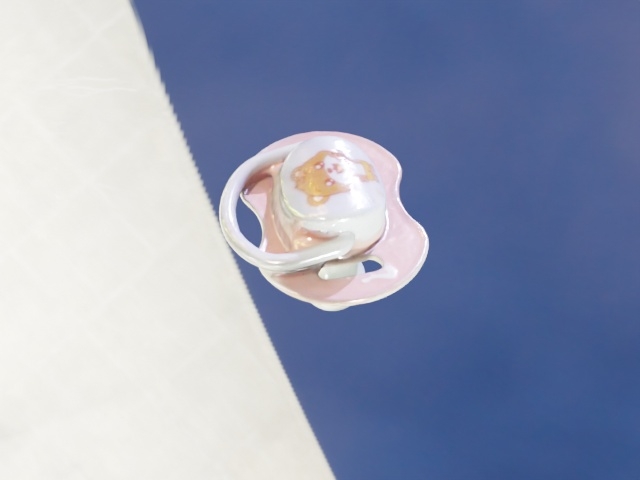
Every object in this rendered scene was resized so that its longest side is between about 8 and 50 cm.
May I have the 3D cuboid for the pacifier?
[{"bbox_3d":[0.000,0.000,0.609,0.082,0.099,0.078,-10,-41,-6],"label":"pacifier"}]
